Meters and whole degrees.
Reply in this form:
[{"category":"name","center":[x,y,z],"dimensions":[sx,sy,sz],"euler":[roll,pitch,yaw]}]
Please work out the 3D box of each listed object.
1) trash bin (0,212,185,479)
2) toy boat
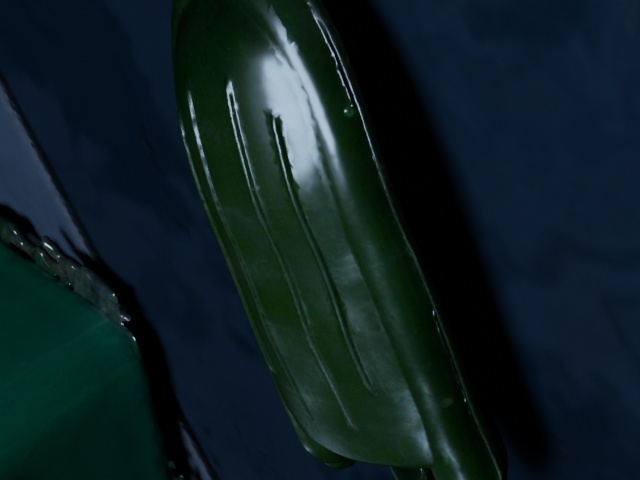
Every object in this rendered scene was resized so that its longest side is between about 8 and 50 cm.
[{"category":"trash bin","center":[-0.268,0.155,0.795],"dimensions":[0.295,0.381,0.259],"euler":[30,141,38]},{"category":"toy boat","center":[0.000,0.000,0.588],"dimensions":[0.104,0.052,0.210],"euler":[10,126,55]}]
